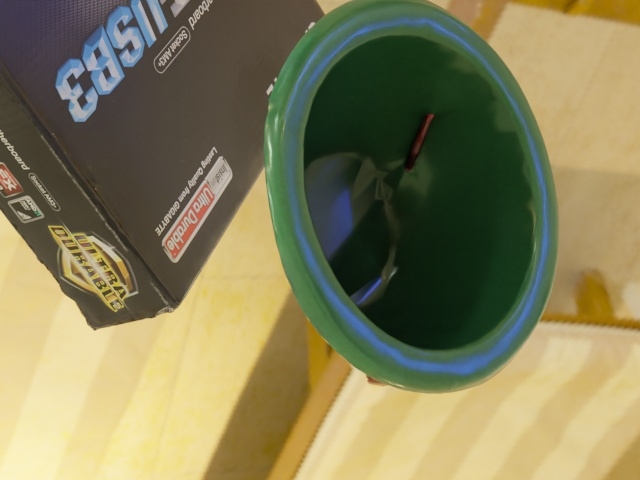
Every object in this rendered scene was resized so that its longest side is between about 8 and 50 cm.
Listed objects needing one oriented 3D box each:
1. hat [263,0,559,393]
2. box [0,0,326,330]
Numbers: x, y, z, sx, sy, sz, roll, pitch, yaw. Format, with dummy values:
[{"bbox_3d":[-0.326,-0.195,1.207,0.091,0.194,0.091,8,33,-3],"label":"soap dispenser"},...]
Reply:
[{"bbox_3d":[0.000,0.000,0.644,0.173,0.208,0.184,-20,-175,-37],"label":"hat"},{"bbox_3d":[-0.123,-0.153,0.723,0.073,0.295,0.293,-15,120,34],"label":"box"}]
